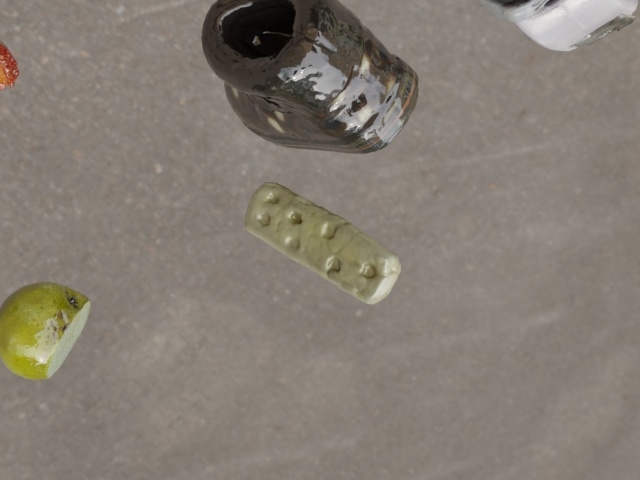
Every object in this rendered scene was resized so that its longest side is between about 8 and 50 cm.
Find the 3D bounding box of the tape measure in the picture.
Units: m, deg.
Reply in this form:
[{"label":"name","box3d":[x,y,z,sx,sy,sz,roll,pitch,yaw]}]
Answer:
[{"label":"tape measure","box3d":[0.157,-0.276,0.957,0.120,0.236,0.197,-30,170,35]}]

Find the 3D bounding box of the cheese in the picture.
[{"label":"cheese","box3d":[0.000,0.000,1.164,0.043,0.194,0.065,-1,117,-51]}]

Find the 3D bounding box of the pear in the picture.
[{"label":"pear","box3d":[-0.383,0.114,1.542,0.141,0.104,0.141,-59,-179,1]}]

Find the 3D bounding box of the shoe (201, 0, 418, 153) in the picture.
[{"label":"shoe","box3d":[-0.057,-0.239,1.510,0.237,0.384,0.171,36,84,-33]}]

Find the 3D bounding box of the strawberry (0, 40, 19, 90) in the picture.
[{"label":"strawberry","box3d":[-0.378,-0.199,1.237,0.104,0.048,0.152,6,164,-18]}]
